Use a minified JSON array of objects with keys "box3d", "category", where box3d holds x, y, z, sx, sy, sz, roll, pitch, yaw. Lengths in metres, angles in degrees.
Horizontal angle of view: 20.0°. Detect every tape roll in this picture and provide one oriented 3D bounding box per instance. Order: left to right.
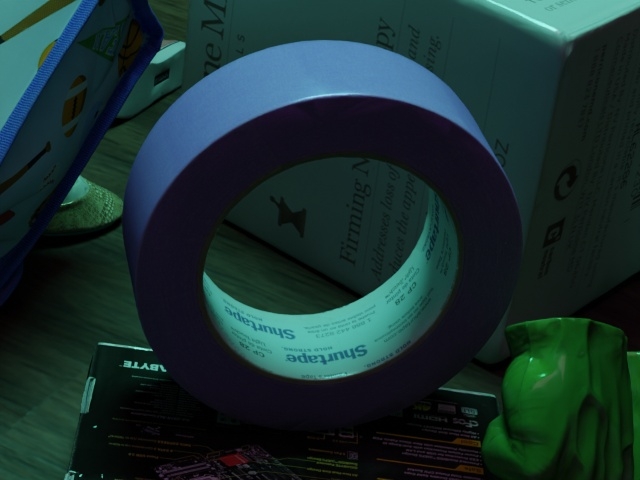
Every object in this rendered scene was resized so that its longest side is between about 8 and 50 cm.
[{"box3d":[0.000,0.000,1.290,0.274,0.275,0.090,1,30,-14],"category":"tape roll"}]

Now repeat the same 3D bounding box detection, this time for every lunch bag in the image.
[{"box3d":[-0.362,-0.111,1.475,0.327,0.239,0.385,27,77,11],"category":"lunch bag"}]

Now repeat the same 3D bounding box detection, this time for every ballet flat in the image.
[{"box3d":[-0.269,-0.038,1.633,0.206,0.067,0.073,-10,35,-31],"category":"ballet flat"}]

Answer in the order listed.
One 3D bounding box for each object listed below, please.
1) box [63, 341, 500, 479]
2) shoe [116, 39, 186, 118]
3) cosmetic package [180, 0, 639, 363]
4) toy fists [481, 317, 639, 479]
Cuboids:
[{"box3d":[-0.024,0.191,1.307,0.322,0.079,0.257,7,32,-4],"category":"box"},{"box3d":[-0.208,-0.178,1.900,0.081,0.063,0.178,20,26,20],"category":"shoe"},{"box3d":[0.121,-0.153,1.684,0.393,0.329,0.327,28,36,30],"category":"cosmetic package"},{"box3d":[0.198,0.148,1.321,0.096,0.142,0.279,-8,-16,26],"category":"toy fists"}]
